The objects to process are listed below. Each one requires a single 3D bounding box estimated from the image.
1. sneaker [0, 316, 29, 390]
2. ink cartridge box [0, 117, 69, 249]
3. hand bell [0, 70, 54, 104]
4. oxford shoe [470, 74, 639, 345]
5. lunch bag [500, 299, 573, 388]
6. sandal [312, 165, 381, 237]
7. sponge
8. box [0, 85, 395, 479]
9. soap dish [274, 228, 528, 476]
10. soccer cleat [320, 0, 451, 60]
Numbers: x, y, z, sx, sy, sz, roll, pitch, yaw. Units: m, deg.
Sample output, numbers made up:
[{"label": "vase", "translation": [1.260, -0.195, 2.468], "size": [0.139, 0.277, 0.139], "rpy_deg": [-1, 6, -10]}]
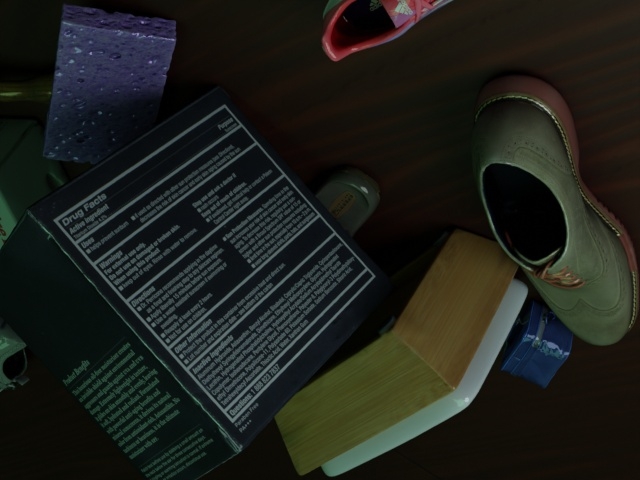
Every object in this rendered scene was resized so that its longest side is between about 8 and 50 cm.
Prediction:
[{"label": "sneaker", "translation": [-0.509, 0.210, 1.667], "size": [0.115, 0.105, 0.281], "rpy_deg": [24, 139, -2]}, {"label": "ink cartridge box", "translation": [-0.455, -0.048, 1.358], "size": [0.272, 0.114, 0.197], "rpy_deg": [3, 135, 20]}, {"label": "hand bell", "translation": [-0.356, -0.169, 1.215], "size": [0.241, 0.126, 0.126], "rpy_deg": [-3, 135, 9]}, {"label": "oxford shoe", "translation": [0.229, 0.006, 1.094], "size": [0.123, 0.130, 0.348], "rpy_deg": [-11, 129, 33]}, {"label": "lunch bag", "translation": [0.249, 0.117, 1.254], "size": [0.065, 0.067, 0.098], "rpy_deg": [21, 138, 2]}, {"label": "sandal", "translation": [0.000, 0.000, 1.245], "size": [0.090, 0.060, 0.219], "rpy_deg": [31, 139, -10]}, {"label": "sponge", "translation": [-0.231, -0.159, 1.167], "size": [0.117, 0.031, 0.210], "rpy_deg": [4, 143, -18]}, {"label": "box", "translation": [-0.134, 0.047, 1.124], "size": [0.294, 0.296, 0.182], "rpy_deg": [50, 136, -1]}, {"label": "soap dish", "translation": [0.083, 0.125, 1.223], "size": [0.118, 0.229, 0.291], "rpy_deg": [43, 136, -7]}, {"label": "soccer cleat", "translation": [0.100, -0.229, 0.927], "size": [0.248, 0.095, 0.083], "rpy_deg": [-22, 123, 40]}]
